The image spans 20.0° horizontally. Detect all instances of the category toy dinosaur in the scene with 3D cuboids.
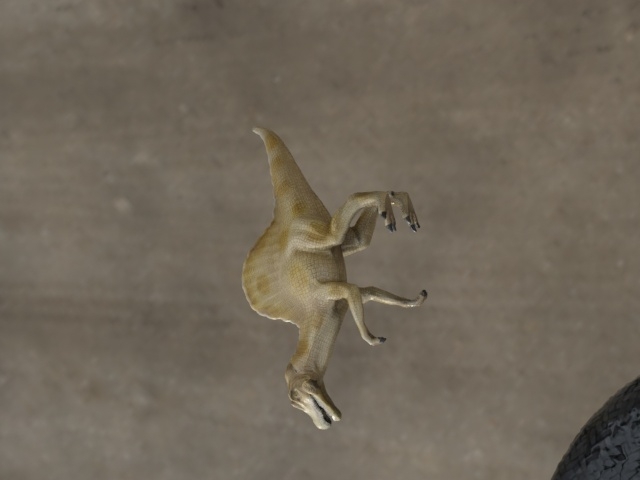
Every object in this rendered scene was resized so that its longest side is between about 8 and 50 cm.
[{"bbox_3d":[0.000,0.000,0.932,0.093,0.183,0.053,-18,153,18],"label":"toy dinosaur"}]

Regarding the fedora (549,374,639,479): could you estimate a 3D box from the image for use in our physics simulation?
[{"bbox_3d":[0.189,0.145,0.798,0.334,0.334,0.152,-7,135,43],"label":"fedora"}]
